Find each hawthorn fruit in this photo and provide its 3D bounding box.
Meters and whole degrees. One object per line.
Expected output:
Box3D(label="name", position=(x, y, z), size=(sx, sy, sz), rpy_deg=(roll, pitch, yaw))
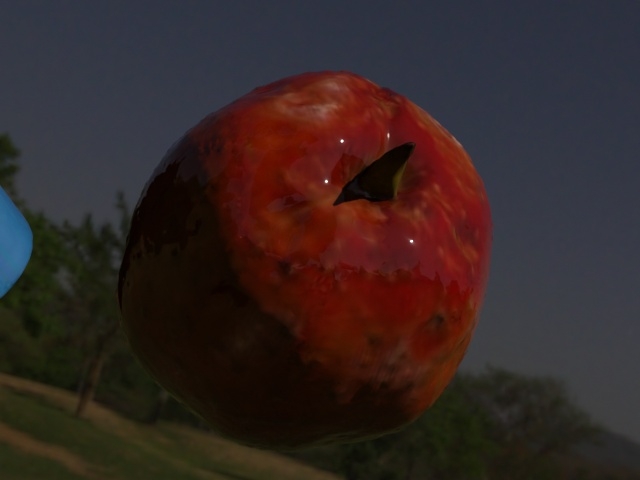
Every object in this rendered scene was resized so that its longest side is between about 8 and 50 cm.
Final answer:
Box3D(label="hawthorn fruit", position=(0.000, 0.000, 0.617), size=(0.179, 0.179, 0.200), rpy_deg=(16, -36, -11))

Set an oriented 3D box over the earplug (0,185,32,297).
Box3D(label="earplug", position=(-0.300, -0.074, 0.828), size=(0.132, 0.132, 0.273), rpy_deg=(8, -43, 39))
